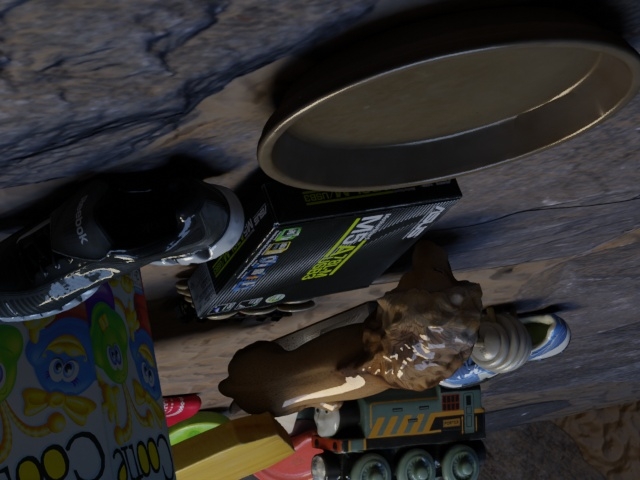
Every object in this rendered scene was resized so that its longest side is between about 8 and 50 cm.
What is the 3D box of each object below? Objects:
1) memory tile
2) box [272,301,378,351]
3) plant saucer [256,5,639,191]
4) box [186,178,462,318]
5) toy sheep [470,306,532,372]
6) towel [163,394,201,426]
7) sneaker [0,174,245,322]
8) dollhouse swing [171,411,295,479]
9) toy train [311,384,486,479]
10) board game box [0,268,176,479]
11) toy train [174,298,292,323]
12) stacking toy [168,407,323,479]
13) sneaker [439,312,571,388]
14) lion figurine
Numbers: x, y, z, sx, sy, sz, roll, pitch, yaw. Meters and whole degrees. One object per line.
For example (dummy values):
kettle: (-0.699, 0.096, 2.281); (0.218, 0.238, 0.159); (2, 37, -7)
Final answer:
memory tile: (-0.073, 0.051, 1.375); (0.113, 0.012, 0.148); (-7, -168, -15)
box: (0.051, 0.138, 1.855); (0.183, 0.056, 0.231); (2, 160, -45)
plant saucer: (0.088, -0.098, 1.008); (0.278, 0.041, 0.278); (-11, 166, -3)
box: (0.000, 0.000, 1.234); (0.184, 0.045, 0.191); (-7, 157, -30)
toy sheep: (0.240, 0.137, 1.940); (0.091, 0.091, 0.132); (-24, 161, 40)
towel: (-0.334, 0.274, 2.126); (0.275, 0.031, 0.199); (-2, 162, -33)
sneaker: (-0.180, -0.002, 1.097); (0.234, 0.078, 0.106); (-17, 162, 7)
dollhouse swing: (-0.246, 0.191, 1.582); (0.305, 0.315, 0.347); (-38, 167, -4)
toy train: (0.131, 0.321, 2.362); (0.334, 0.190, 0.142); (-1, 177, -30)
board game box: (-0.227, 0.156, 1.254); (0.144, 0.275, 0.142); (-16, 166, 13)
toy train: (-0.089, 0.072, 1.551); (0.158, 0.027, 0.036); (2, 150, -44)
stacking toy: (-0.139, 0.321, 2.414); (0.309, 0.130, 0.279); (-14, 140, 0)
sneaker: (0.252, 0.148, 2.041); (0.211, 0.080, 0.081); (-23, 158, 4)
lion figurine: (0.017, 0.133, 1.573); (0.392, 0.142, 0.240); (-28, 173, 20)
